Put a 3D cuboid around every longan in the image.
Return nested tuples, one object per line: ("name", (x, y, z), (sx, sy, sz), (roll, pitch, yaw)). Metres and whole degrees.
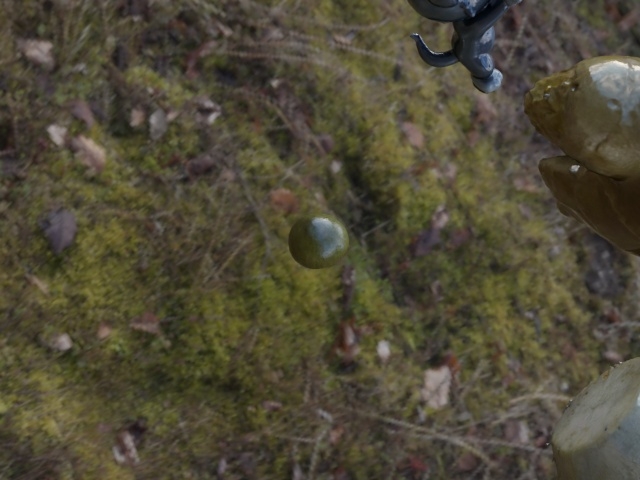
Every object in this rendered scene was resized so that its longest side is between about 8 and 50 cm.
("longan", (0.000, 0.000, 1.273), (0.083, 0.075, 0.075), (-11, 77, -55))

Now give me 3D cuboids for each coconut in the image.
("coconut", (0.419, 0.275, 1.250), (0.247, 0.245, 0.245), (42, 49, -4))

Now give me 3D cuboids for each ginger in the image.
("ginger", (0.288, -0.097, 0.754), (0.236, 0.375, 0.166), (36, 57, 6))

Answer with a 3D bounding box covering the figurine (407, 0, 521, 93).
("figurine", (0.180, -0.328, 1.436), (0.140, 0.265, 0.193), (-16, 44, -5))
